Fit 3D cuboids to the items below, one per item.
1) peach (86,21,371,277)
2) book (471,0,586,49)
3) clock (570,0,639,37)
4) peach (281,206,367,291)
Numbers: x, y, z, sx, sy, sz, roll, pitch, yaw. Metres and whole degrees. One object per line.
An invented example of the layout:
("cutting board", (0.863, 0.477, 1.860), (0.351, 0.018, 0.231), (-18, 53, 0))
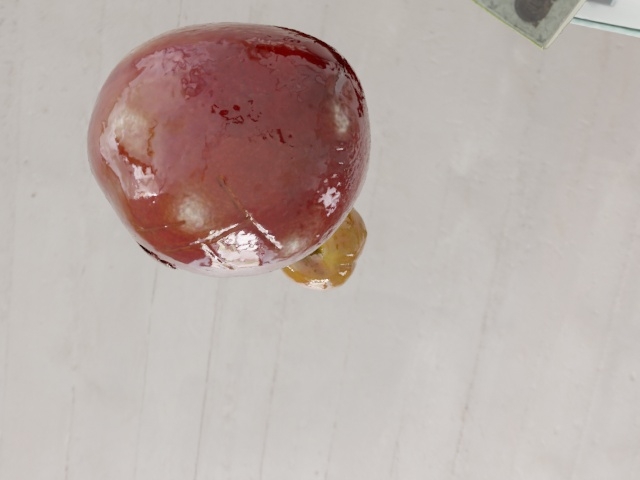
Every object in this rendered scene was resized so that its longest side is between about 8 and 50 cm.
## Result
("peach", (-0.054, -0.066, 0.668), (0.197, 0.197, 0.197), (-2, 108, -6))
("book", (0.221, -0.437, 1.243), (0.352, 0.035, 0.239), (37, 100, 6))
("clock", (0.452, -0.449, 1.528), (0.262, 0.116, 0.231), (15, 62, 8))
("peach", (0.000, 0.000, 1.376), (0.138, 0.138, 0.138), (-2, 108, -6))
